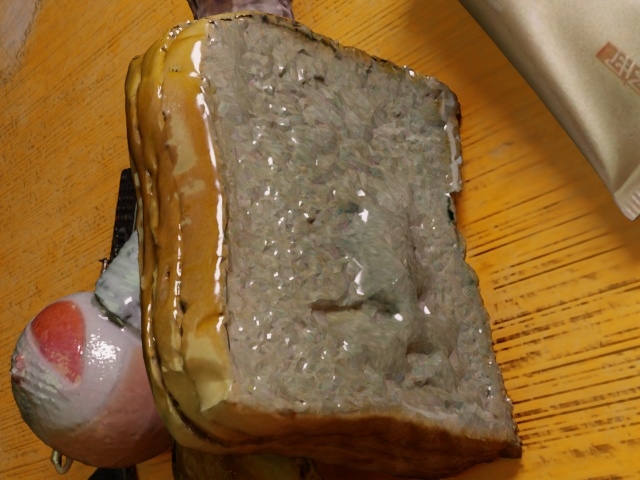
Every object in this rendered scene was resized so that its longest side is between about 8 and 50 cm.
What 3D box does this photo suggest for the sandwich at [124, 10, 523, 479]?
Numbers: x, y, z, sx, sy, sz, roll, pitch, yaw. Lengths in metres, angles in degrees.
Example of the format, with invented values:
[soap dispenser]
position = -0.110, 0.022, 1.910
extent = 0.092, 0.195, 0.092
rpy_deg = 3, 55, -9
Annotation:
[sandwich]
position = 0.000, 0.000, 0.844
extent = 0.099, 0.271, 0.301
rpy_deg = -27, 61, 39

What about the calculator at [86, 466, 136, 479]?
[calculator]
position = -0.250, 0.344, 1.328
extent = 0.262, 0.021, 0.161
rpy_deg = -47, 46, 37

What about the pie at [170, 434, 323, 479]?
[pie]
position = -0.067, 0.151, 0.963
extent = 0.288, 0.103, 0.355
rpy_deg = -113, 16, -45

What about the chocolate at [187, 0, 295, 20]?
[chocolate]
position = -0.068, -0.195, 1.136
extent = 0.110, 0.110, 0.248
rpy_deg = -40, 53, 43

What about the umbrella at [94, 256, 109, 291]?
[umbrella]
position = -0.243, 0.059, 1.395
extent = 0.031, 0.020, 0.083
rpy_deg = 80, -172, -72

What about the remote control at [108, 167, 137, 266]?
[remote control]
position = -0.211, 0.040, 1.348
extent = 0.063, 0.025, 0.245
rpy_deg = 2, 83, 56

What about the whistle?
[whistle]
position = -0.179, 0.075, 1.183
extent = 0.348, 0.189, 0.189
rpy_deg = -59, 39, 10

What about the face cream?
[face cream]
position = 0.153, -0.171, 0.850
extent = 0.137, 0.084, 0.341
rpy_deg = -52, 50, 20
